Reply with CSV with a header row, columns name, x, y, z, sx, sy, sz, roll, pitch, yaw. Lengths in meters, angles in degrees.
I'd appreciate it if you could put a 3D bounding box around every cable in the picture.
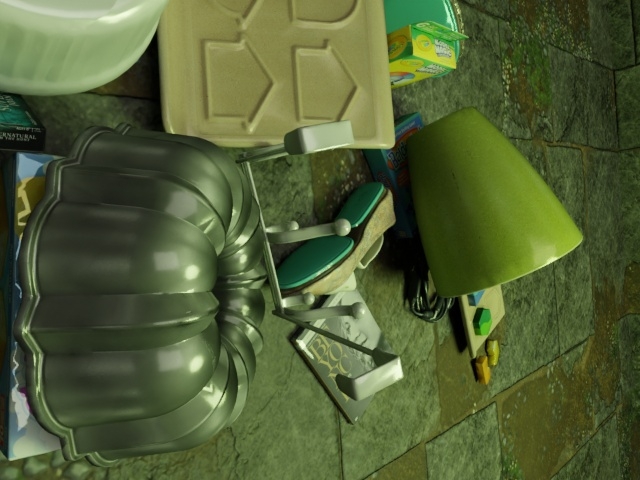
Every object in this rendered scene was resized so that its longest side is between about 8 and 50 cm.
name,x,y,z,sx,sy,sz,roll,pitch,yaw
cable,0.248,0.083,1.089,0.151,0.047,0.184,20,74,-42

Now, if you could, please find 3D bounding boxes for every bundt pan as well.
name,x,y,z,sx,sy,sz,roll,pitch,yaw
bundt pan,-0.133,0.049,0.502,0.331,0.124,0.330,0,90,-83

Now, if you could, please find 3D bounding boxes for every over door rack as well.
name,x,y,z,sx,sy,sz,roll,pitch,yaw
over door rack,0.000,0.000,0.573,0.108,0.324,0.239,-16,101,-16

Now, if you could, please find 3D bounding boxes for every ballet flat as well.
name,x,y,z,sx,sy,sz,roll,pitch,yaw
ballet flat,0.113,-0.512,0.933,0.483,0.164,0.182,31,46,-37
ballet flat,0.043,0.021,0.859,0.316,0.108,0.106,-45,127,-35

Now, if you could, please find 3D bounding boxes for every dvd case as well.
name,x,y,z,sx,sy,sz,roll,pitch,yaw
dvd case,0.051,0.195,0.913,0.164,0.018,0.221,-49,120,-34

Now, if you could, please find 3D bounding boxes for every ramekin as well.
name,x,y,z,sx,sy,sz,roll,pitch,yaw
ramekin,-0.246,-0.275,0.422,0.277,0.135,0.277,2,87,-37

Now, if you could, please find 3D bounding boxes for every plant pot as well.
name,x,y,z,sx,sy,sz,roll,pitch,yaw
plant pot,0.283,-0.085,0.942,0.275,0.275,0.293,-25,90,-42

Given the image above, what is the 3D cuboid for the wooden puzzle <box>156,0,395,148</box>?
name,x,y,z,sx,sy,sz,roll,pitch,yaw
wooden puzzle,-0.060,-0.288,0.741,0.348,0.080,0.322,-2,86,-23

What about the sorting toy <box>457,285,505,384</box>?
name,x,y,z,sx,sy,sz,roll,pitch,yaw
sorting toy,0.401,0.175,1.218,0.229,0.041,0.307,-36,117,-45

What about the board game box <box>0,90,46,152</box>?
name,x,y,z,sx,sy,sz,roll,pitch,yaw
board game box,-0.338,-0.130,0.449,0.126,0.186,0.026,-5,125,-44

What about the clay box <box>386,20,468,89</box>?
name,x,y,z,sx,sy,sz,roll,pitch,yaw
clay box,0.127,-0.305,0.871,0.127,0.222,0.053,-6,92,-44

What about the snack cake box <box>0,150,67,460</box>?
name,x,y,z,sx,sy,sz,roll,pitch,yaw
snack cake box,-0.278,0.057,0.509,0.089,0.152,0.264,2,86,-44

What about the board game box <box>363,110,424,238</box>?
name,x,y,z,sx,sy,sz,roll,pitch,yaw
board game box,0.177,-0.133,1.032,0.160,0.047,0.210,-39,114,-38
